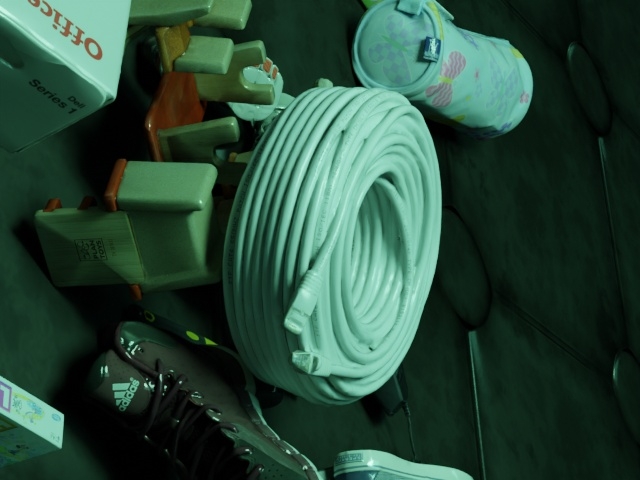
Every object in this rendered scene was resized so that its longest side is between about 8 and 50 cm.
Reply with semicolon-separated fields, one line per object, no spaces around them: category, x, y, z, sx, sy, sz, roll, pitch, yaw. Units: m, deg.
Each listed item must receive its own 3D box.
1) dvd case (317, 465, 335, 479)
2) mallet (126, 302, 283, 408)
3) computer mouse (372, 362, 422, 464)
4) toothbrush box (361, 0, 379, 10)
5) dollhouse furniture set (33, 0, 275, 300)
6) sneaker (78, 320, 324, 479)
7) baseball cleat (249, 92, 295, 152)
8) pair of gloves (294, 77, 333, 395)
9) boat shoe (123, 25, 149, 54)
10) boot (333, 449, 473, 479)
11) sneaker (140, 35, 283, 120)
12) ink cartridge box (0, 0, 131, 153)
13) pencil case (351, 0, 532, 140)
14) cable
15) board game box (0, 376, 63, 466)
dvd case;0.042;0.320;1.711;0.179;0.029;0.238;-2;73;-62
mallet;-0.095;0.099;1.597;0.190;0.039;0.062;21;51;-52
computer mouse;0.073;0.179;1.865;0.071;0.041;0.242;-50;123;-79
toothbrush box;0.045;-0.435;2.120;0.283;0.122;0.206;51;32;-31
dollhouse furniture set;-0.127;-0.072;1.528;0.259;0.135;0.262;-75;158;-52
sneaker;-0.105;0.154;1.415;0.162;0.106;0.281;30;13;-36
baseball cleat;-0.050;-0.084;1.781;0.109;0.072;0.206;62;19;9
pair of gloves;0.000;0.000;1.694;0.240;0.042;0.204;85;14;-51
boat shoe;-0.184;-0.189;1.583;0.060;0.064;0.178;61;30;-23
boot;0.077;0.249;1.731;0.190;0.069;0.086;19;62;-47
sneaker;-0.099;-0.157;1.718;0.158;0.065;0.061;23;95;-47
ink cartridge box;-0.244;-0.236;1.419;0.201;0.117;0.278;37;41;-36
pencil case;0.142;-0.196;2.148;0.273;0.113;0.124;18;79;-59
cable;0.016;0.005;1.517;0.257;0.089;0.257;46;56;-60
board game box;-0.253;0.106;1.210;0.154;0.103;0.026;40;40;-45
